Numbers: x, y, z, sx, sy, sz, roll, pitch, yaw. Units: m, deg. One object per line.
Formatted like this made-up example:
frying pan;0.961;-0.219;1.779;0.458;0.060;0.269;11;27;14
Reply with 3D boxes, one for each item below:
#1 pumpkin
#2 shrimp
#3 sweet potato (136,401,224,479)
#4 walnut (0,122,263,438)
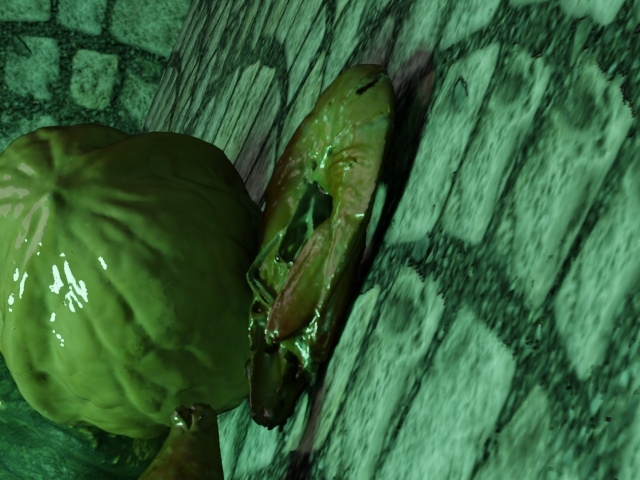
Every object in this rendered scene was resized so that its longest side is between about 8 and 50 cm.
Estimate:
pumpkin;-0.240;0.103;1.454;0.291;0.257;0.327;-56;18;-8
shrimp;-0.001;0.000;1.068;0.145;0.061;0.267;-29;37;56
sweet potato;-0.118;0.257;0.954;0.131;0.131;0.337;137;152;-63
walnut;-0.136;0.026;1.158;0.261;0.225;0.225;61;-138;-59
